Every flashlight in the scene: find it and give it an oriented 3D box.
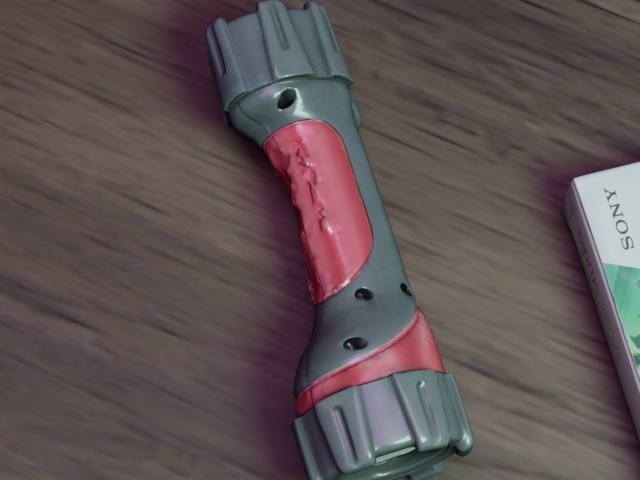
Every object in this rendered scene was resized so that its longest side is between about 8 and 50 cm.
[{"bbox_3d":[0.000,0.000,1.118,0.103,0.103,0.304,-18,72,-2],"label":"flashlight"}]

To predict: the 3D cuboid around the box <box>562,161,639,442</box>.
[{"bbox_3d":[0.334,0.035,1.117,0.322,0.058,0.232,-15,70,-3],"label":"box"}]
